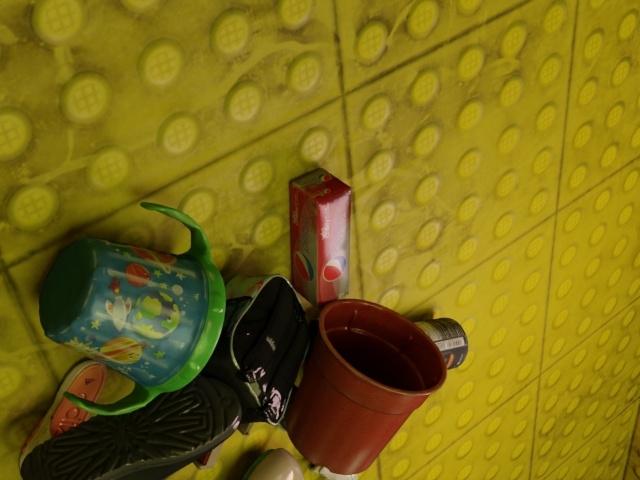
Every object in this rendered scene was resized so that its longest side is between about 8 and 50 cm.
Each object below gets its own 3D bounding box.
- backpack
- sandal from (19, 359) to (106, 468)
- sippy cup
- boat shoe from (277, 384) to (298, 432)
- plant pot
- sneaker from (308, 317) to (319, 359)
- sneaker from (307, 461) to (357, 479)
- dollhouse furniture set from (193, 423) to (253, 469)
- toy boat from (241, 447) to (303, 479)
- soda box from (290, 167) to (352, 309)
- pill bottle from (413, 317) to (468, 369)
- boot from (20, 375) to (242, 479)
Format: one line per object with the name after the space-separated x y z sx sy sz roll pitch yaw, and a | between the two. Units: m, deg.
-0.129 0.187 1.570 0.253 0.191 0.225 -59 135 -42 | backpack
-0.437 0.334 1.493 0.102 0.076 0.265 12 110 -48 | sandal
-0.307 0.103 1.354 0.240 0.305 0.224 -29 142 36 | sippy cup
-0.059 0.380 1.890 0.065 0.083 0.183 -33 137 -23 | boat shoe
0.070 0.303 1.706 0.272 0.272 0.265 -2 128 -43 | plant pot
0.042 0.277 1.902 0.124 0.107 0.283 -24 133 -39 | sneaker
0.020 0.545 2.100 0.115 0.090 0.232 -23 123 -23 | sneaker
-0.233 0.373 1.680 0.129 0.129 0.183 6 113 -46 | dollhouse furniture set
-0.174 0.580 1.892 0.318 0.148 0.267 7 103 -52 | toy boat
0.000 0.000 1.661 0.083 0.092 0.263 -25 133 -29 | soda box
0.228 0.260 2.045 0.246 0.130 0.130 -5 121 -41 | pill bottle
-0.295 0.445 1.553 0.367 0.146 0.445 -18 141 -10 | boot
